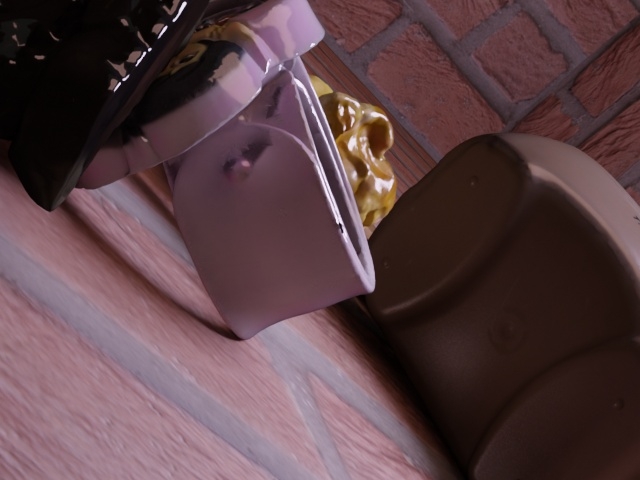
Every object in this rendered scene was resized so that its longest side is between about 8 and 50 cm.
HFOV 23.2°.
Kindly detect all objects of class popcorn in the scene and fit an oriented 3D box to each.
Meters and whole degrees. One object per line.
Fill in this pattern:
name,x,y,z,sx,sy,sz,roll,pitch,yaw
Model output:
popcorn,-0.022,-0.065,1.299,0.180,0.180,0.170,45,5,-30

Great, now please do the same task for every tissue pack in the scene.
tissue pack,0.236,0.100,1.490,0.277,0.267,0.387,19,34,-52

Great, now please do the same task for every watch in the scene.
watch,-0.065,-0.038,1.088,0.244,0.196,0.231,-92,163,-68

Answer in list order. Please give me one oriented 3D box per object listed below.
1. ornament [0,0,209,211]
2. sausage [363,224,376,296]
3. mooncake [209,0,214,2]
ornament,-0.201,-0.162,0.898,0.260,0.106,0.251,28,40,-1
sausage,0.063,0.032,1.657,0.301,0.066,0.066,49,9,1
mooncake,-0.164,-0.253,1.129,0.275,0.275,0.135,40,46,-49
